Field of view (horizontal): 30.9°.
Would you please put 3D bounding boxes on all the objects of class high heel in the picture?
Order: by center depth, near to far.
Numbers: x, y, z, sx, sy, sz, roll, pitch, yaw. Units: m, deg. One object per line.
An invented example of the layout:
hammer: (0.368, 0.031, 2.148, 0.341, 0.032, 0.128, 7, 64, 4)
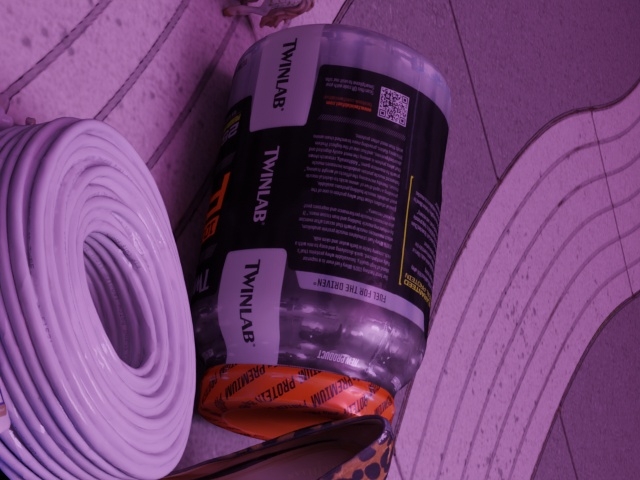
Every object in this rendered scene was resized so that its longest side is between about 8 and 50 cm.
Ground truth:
high heel: (-0.077, 0.180, 0.855, 0.261, 0.186, 0.093, 7, 45, -37)

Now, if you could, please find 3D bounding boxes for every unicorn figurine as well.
unicorn figurine: (-0.058, -0.246, 1.053, 0.162, 0.111, 0.060, 13, 75, -59)

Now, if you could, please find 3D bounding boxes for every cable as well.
cable: (-0.161, 0.045, 0.784, 0.257, 0.089, 0.257, -84, 155, -57)

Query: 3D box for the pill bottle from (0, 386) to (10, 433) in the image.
pill bottle: (-0.216, 0.055, 0.629, 0.067, 0.067, 0.120, -13, 85, -60)

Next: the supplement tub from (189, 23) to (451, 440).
supplement tub: (0.000, 0.000, 1.022, 0.207, 0.207, 0.337, 39, 53, -51)

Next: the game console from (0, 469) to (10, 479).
game console: (-0.273, 0.115, 0.579, 0.386, 0.060, 0.342, -77, 151, -61)
